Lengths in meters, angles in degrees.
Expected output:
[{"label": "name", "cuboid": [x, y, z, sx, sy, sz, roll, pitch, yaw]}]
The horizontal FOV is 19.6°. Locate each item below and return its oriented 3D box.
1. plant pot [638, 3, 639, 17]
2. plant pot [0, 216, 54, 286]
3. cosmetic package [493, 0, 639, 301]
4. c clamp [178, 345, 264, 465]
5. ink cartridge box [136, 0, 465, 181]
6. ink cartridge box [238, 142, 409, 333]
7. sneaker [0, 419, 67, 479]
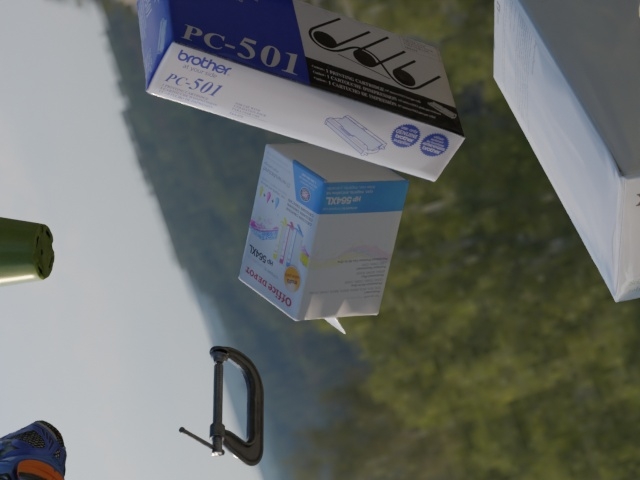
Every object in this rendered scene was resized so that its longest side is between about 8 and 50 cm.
[{"label": "plant pot", "cuboid": [0.329, -0.171, 1.159, 0.212, 0.187, 0.212, 48, 147, 14]}, {"label": "plant pot", "cuboid": [-0.285, 0.010, 1.673, 0.083, 0.079, 0.083, -1, -90, -77]}, {"label": "cosmetic package", "cuboid": [0.302, -0.128, 1.720, 0.365, 0.197, 0.155, -108, 11, -48]}, {"label": "c clamp", "cuboid": [-0.100, 0.178, 2.038, 0.137, 0.022, 0.161, 44, -146, -36]}, {"label": "ink cartridge box", "cuboid": [-0.013, -0.110, 1.191, 0.046, 0.207, 0.097, -57, 29, 34]}, {"label": "ink cartridge box", "cuboid": [0.000, 0.000, 1.553, 0.092, 0.090, 0.143, 34, 119, 47]}, {"label": "sneaker", "cuboid": [-0.272, 0.203, 1.405, 0.083, 0.221, 0.087, 55, -153, -25]}]
